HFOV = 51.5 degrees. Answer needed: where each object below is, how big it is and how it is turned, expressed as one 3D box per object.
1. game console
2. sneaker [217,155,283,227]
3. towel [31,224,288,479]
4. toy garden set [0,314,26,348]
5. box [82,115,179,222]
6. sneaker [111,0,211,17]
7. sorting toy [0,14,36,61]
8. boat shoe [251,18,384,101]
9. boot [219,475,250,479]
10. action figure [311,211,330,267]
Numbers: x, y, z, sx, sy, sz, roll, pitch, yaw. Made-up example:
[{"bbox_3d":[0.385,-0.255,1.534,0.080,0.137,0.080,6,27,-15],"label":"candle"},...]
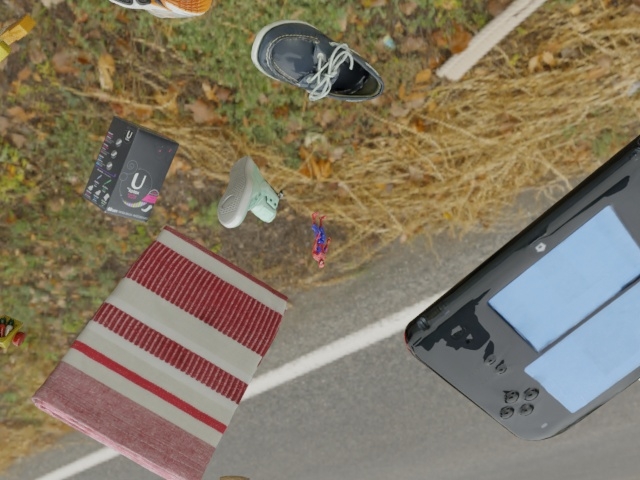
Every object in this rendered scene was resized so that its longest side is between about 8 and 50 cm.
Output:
[{"bbox_3d":[0.337,0.082,0.825,0.386,0.060,0.342,-42,129,12],"label":"game console"},{"bbox_3d":[-0.157,-0.084,1.588,0.094,0.256,0.151,-29,120,24],"label":"sneaker"},{"bbox_3d":[-0.205,0.151,0.940,0.237,0.329,0.037,32,140,-5],"label":"towel"},{"bbox_3d":[-0.663,0.162,1.161,0.203,0.244,0.049,24,111,2],"label":"toy garden set"},{"bbox_3d":[-0.575,-0.214,2.015,0.143,0.271,0.165,28,-172,36],"label":"box"},{"bbox_3d":[-0.378,-0.530,1.441,0.262,0.099,0.121,8,177,-26],"label":"sneaker"},{"bbox_3d":[-0.600,-0.274,1.128,0.307,0.229,0.041,-9,137,37],"label":"sorting toy"},{"bbox_3d":[0.004,-0.254,0.983,0.254,0.079,0.095,6,118,-55],"label":"boat shoe"},{"bbox_3d":[-0.123,0.581,1.281,0.104,0.211,0.295,-12,152,21],"label":"boot"},{"bbox_3d":[0.000,0.000,1.328,0.030,0.115,0.038,-19,151,37],"label":"action figure"}]
